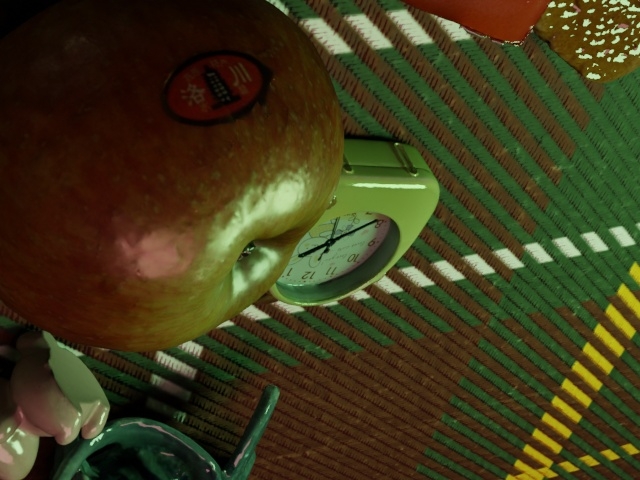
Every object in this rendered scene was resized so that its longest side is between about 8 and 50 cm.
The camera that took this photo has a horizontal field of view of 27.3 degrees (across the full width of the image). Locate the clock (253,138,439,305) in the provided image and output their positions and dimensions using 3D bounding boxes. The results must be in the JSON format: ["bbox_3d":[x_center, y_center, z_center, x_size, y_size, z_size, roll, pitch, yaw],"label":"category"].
[{"bbox_3d":[0.000,0.000,1.296,0.170,0.069,0.232,0,138,-36],"label":"clock"}]

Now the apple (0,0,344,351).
[{"bbox_3d":[-0.120,-0.047,0.991,0.309,0.250,0.277,-23,145,-13],"label":"apple"}]

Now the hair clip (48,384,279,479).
[{"bbox_3d":[-0.185,0.323,1.412,0.238,0.392,0.318,12,136,-9],"label":"hair clip"}]

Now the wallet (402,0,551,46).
[{"bbox_3d":[0.158,-0.260,1.061,0.142,0.045,0.204,18,129,-22],"label":"wallet"}]

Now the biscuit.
[{"bbox_3d":[0.278,-0.278,1.148,0.262,0.052,0.277,22,123,-43],"label":"biscuit"}]

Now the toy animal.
[{"bbox_3d":[-0.317,0.183,1.277,0.212,0.124,0.124,-28,146,10],"label":"toy animal"}]
